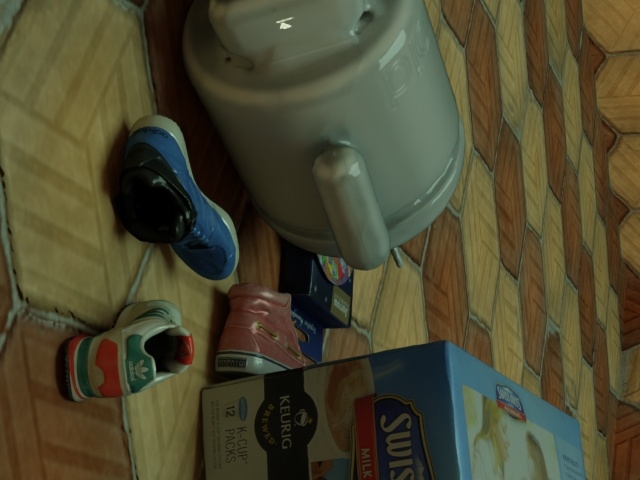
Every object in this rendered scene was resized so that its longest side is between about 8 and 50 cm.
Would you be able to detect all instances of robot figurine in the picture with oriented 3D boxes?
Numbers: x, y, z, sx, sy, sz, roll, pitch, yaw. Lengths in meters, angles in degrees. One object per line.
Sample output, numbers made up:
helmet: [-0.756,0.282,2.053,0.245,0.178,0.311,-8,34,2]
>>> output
robot figurine: [0.009,-0.120,1.316,0.353,0.200,0.300,65,16,-51]

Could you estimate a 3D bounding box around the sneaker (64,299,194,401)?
sneaker: [-0.117,0.078,1.104,0.161,0.075,0.057,-26,113,-70]

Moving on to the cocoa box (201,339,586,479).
cocoa box: [0.083,0.247,1.344,0.347,0.228,0.231,33,49,-58]

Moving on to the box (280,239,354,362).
box: [0.000,0.000,1.547,0.136,0.036,0.225,42,49,-65]

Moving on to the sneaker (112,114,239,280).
sneaker: [-0.108,-0.011,1.165,0.084,0.058,0.152,-79,155,-51]

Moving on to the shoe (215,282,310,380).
shoe: [-0.037,0.093,1.371,0.178,0.063,0.081,36,58,-62]

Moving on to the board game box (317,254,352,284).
board game box: [0.029,-0.040,1.527,0.133,0.033,0.168,35,54,-67]
